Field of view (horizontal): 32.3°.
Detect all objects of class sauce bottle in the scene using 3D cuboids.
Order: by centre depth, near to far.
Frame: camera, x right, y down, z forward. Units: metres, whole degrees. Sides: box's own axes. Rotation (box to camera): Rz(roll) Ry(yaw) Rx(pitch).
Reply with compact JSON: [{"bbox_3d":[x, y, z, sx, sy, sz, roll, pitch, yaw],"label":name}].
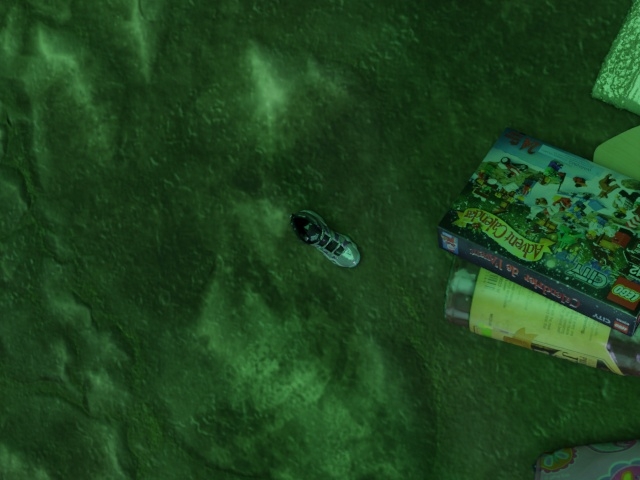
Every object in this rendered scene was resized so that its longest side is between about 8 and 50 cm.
[{"bbox_3d":[0.310,0.087,1.215,0.344,0.111,0.111,16,96,19],"label":"sauce bottle"}]

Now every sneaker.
[{"bbox_3d":[0.000,0.000,1.340,0.098,0.069,0.038,36,102,15],"label":"sneaker"}]

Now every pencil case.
[{"bbox_3d":[0.372,0.276,1.198,0.284,0.124,0.124,-11,87,19],"label":"pencil case"}]

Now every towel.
[{"bbox_3d":[0.377,-0.208,1.234,0.110,0.027,0.148,29,99,17],"label":"towel"}]

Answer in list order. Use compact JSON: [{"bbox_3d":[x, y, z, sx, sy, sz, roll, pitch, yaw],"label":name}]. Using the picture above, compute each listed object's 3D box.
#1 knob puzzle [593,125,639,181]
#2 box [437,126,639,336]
[{"bbox_3d":[0.391,-0.051,1.225,0.213,0.030,0.213,4,99,27],"label":"knob puzzle"},{"bbox_3d":[0.266,-0.015,1.197,0.233,0.044,0.159,26,63,23],"label":"box"}]
